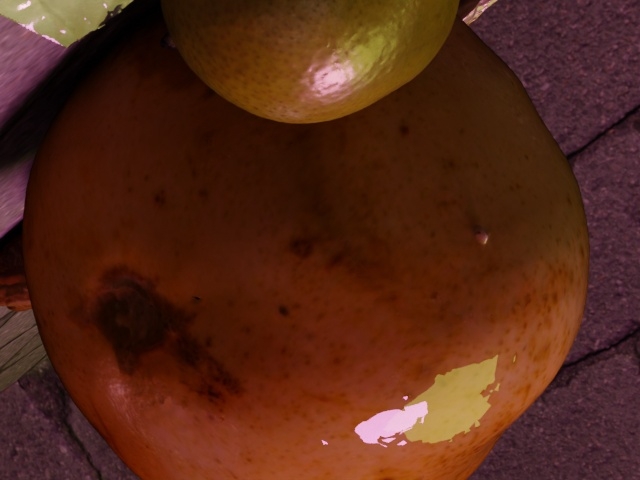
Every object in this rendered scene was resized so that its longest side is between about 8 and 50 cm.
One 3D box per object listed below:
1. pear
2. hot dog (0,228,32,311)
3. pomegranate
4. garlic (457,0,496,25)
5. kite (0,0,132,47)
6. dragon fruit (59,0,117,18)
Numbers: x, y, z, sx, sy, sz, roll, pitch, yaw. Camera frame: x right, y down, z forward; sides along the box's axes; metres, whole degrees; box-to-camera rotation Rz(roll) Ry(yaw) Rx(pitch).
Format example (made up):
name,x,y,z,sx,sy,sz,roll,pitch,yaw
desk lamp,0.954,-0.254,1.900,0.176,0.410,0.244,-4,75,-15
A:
name,x,y,z,sx,sy,sz,roll,pitch,yaw
pear,-0.024,-0.147,1.078,0.216,0.166,0.180,-14,-154,32
hot dog,-0.213,-0.008,1.747,0.227,0.099,0.160,-42,178,20
pomegranate,0.000,0.000,1.324,0.417,0.416,0.416,-39,179,-1
garlic,0.139,-0.290,1.988,0.174,0.099,0.124,-35,-161,18
kite,-0.021,-0.191,0.624,0.310,0.015,0.169,-38,144,-1
dragon fruit,-0.089,-0.145,0.659,0.063,0.097,0.131,-11,159,31
